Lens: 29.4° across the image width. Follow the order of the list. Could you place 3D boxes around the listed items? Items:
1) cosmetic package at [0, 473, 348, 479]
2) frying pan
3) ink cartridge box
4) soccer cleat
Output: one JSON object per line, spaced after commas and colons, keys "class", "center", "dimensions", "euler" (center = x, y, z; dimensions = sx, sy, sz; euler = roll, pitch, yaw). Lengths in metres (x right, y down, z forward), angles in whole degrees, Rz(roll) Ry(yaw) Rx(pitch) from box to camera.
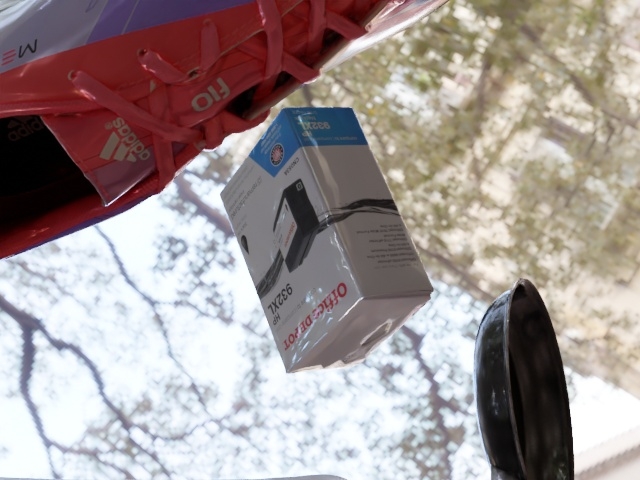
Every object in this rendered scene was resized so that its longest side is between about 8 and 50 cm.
{"class": "cosmetic package", "center": [-0.136, 0.379, 0.819], "dimensions": [0.394, 0.329, 0.327], "euler": [-81, -10, -79]}
{"class": "frying pan", "center": [0.156, 0.180, 0.912], "dimensions": [0.197, 0.053, 0.326], "euler": [55, -147, -46]}
{"class": "ink cartridge box", "center": [0.000, 0.000, 1.706], "dimensions": [0.129, 0.307, 0.223], "euler": [-3, -30, -36]}
{"class": "soccer cleat", "center": [-0.043, -0.073, 0.448], "dimensions": [0.318, 0.116, 0.108], "euler": [-25, -55, 21]}
